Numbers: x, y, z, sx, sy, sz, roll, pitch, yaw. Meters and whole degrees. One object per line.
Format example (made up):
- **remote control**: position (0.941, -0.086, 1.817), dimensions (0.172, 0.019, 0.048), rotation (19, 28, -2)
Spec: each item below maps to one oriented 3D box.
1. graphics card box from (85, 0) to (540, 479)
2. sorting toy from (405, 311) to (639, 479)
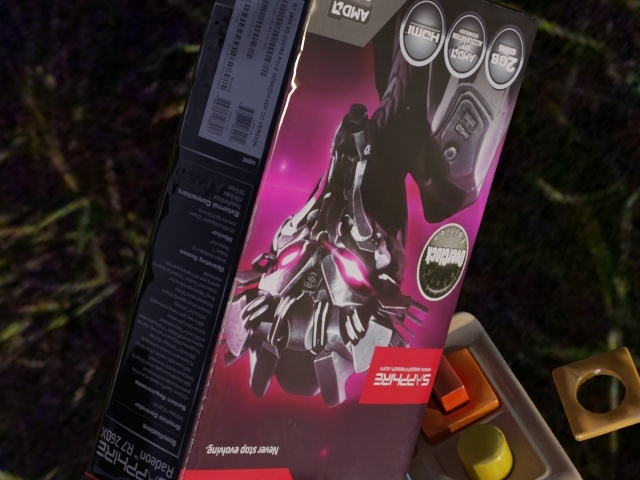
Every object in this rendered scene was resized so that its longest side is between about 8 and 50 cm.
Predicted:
- **graphics card box**: position (0.000, 0.000, 1.012), dimensions (0.094, 0.232, 0.371), rotation (21, 98, 42)
- **sorting toy**: position (0.080, 0.157, 1.164), dimensions (0.347, 0.196, 0.047), rotation (-28, 142, -3)
